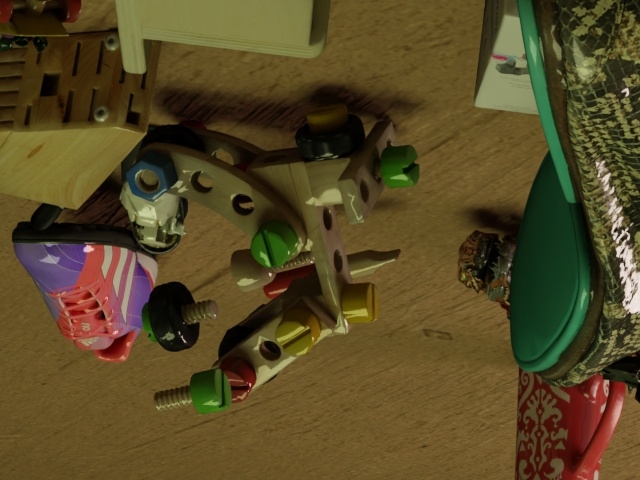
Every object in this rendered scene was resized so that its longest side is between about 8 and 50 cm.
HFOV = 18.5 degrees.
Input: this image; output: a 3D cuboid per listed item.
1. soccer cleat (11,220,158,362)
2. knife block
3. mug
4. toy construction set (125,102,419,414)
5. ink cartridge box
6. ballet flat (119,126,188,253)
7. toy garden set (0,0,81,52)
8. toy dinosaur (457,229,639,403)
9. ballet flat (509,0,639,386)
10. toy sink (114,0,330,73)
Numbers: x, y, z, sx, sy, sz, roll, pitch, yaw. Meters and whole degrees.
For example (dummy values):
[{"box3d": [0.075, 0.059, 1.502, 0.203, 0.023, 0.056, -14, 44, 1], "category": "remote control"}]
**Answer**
[{"box3d": [-0.230, 0.050, 1.949, 0.109, 0.116, 0.318, 5, 171, 8], "category": "soccer cleat"}, {"box3d": [-0.220, -0.084, 1.693, 0.276, 0.088, 0.242, -2, 159, 24], "category": "knife block"}, {"box3d": [0.272, 0.208, 2.202, 0.113, 0.169, 0.150, 8, 161, -1], "category": "mug"}, {"box3d": [0.000, 0.000, 1.708, 0.237, 0.257, 0.309, -14, 174, 20], "category": "toy construction set"}, {"box3d": [0.147, -0.167, 1.302, 0.062, 0.104, 0.181, 8, 159, -2], "category": "ink cartridge box"}, {"box3d": [-0.153, -0.037, 1.825, 0.074, 0.074, 0.203, 8, 160, -1], "category": "ballet flat"}, {"box3d": [-0.317, -0.159, 1.466, 0.204, 0.049, 0.244, -5, -176, -37], "category": "toy garden set"}, {"box3d": [0.276, 0.062, 1.903, 0.322, 0.164, 0.218, 1, -176, -43], "category": "toy dinosaur"}, {"box3d": [0.212, -0.042, 1.244, 0.182, 0.164, 0.483, -4, 149, 3], "category": "ballet flat"}, {"box3d": [-0.052, -0.206, 1.200, 0.131, 0.152, 0.234, 7, 159, -1], "category": "toy sink"}]
